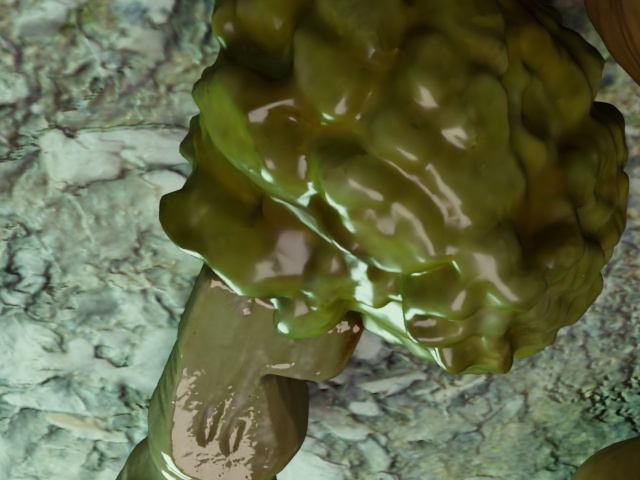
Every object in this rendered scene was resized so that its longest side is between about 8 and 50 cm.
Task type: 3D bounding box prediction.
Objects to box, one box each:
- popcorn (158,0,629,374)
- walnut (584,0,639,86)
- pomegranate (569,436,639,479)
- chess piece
[{"bbox_3d":[0.046,-0.046,0.801,0.258,0.224,0.270,17,147,5],"label":"popcorn"},{"bbox_3d":[0.246,-0.143,0.715,0.222,0.195,0.195,-3,139,-11],"label":"walnut"},{"bbox_3d":[0.345,0.334,1.127,0.411,0.411,0.411,0,138,0],"label":"pomegranate"},{"bbox_3d":[-0.068,0.124,1.065,0.137,0.137,0.301,11,133,-12],"label":"chess piece"}]
